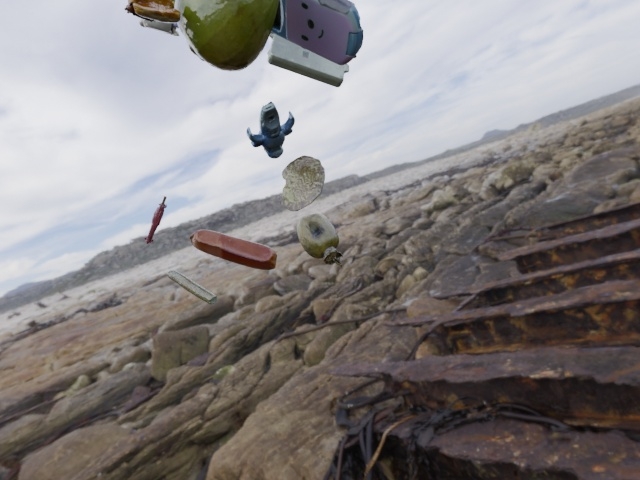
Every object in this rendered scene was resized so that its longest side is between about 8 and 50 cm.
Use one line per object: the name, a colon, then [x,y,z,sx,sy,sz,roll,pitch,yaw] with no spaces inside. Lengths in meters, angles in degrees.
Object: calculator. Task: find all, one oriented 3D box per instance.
calculator: [-0.027,-0.542,0.988,0.051,0.293,0.173,-57,-10,-20]

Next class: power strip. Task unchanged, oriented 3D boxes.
power strip: [-0.041,-0.572,1.273,0.271,0.117,0.046,14,-22,-15]

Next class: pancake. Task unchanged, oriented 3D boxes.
pancake: [-0.075,-0.221,1.558,0.212,0.234,0.029,8,-14,34]

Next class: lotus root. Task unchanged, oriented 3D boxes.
lotus root: [-0.001,-0.001,1.664,0.154,0.278,0.154,-22,-31,-14]

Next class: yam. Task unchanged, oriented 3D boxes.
yam: [-0.229,0.081,0.715,0.116,0.021,0.021,24,26,25]

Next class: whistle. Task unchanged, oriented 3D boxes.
whistle: [-0.178,-0.392,1.470,0.180,0.093,0.269,-26,-18,-12]

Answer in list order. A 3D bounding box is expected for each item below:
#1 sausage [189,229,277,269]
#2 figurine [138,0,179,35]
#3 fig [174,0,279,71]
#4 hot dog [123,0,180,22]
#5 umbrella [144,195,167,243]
sausage: [-0.288,0.030,1.354,0.301,0.083,0.089,18,-19,0]
figurine: [-0.609,-0.936,1.568,0.156,0.235,0.127,13,18,-4]
fig: [-0.205,-0.498,0.885,0.229,0.207,0.207,-62,-11,18]
hot dog: [-0.317,-0.434,0.761,0.041,0.056,0.133,-31,9,30]
umbrella: [-0.481,-0.059,1.189,0.027,0.165,0.025,16,24,-35]
